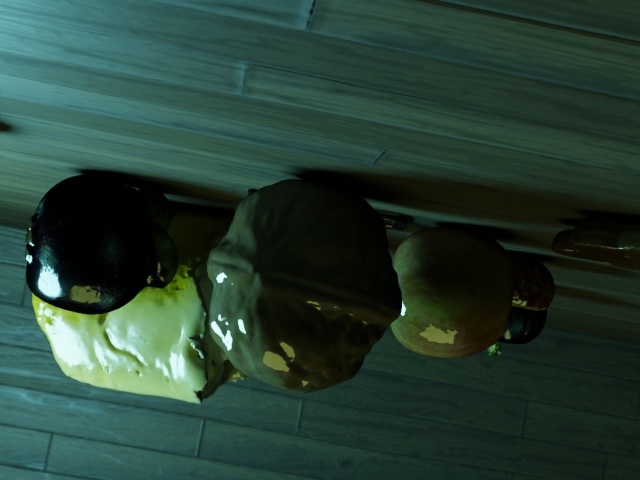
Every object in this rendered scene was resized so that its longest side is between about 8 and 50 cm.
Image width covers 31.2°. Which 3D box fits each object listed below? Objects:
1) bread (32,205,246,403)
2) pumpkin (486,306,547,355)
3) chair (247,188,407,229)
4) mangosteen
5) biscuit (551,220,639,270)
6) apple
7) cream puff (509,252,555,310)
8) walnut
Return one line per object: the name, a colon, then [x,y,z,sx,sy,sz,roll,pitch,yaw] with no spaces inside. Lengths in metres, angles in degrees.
bread: [-0.294,0.080,1.981,0.394,0.250,0.361,11,-143,16]
pumpkin: [0.352,0.141,2.277,0.194,0.150,0.194,-3,157,-1]
chair: [0.000,0.000,1.639,0.229,0.113,0.106,13,177,8]
mangosteen: [-0.339,0.004,1.778,0.242,0.243,0.243,10,175,1]
biscuit: [0.398,0.011,1.304,0.290,0.041,0.208,8,173,37]
apple: [0.184,0.073,1.610,0.173,0.188,0.188,5,174,8]
cream puff: [0.301,0.062,1.811,0.149,0.085,0.149,14,177,1]
walnut: [-0.022,0.052,1.416,0.227,0.273,0.273,46,-167,27]
